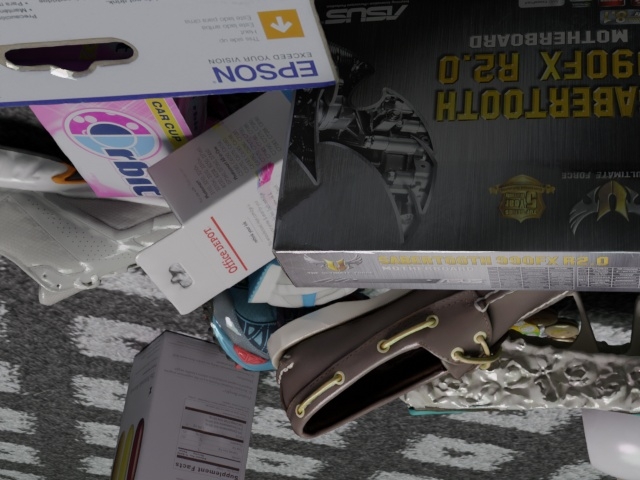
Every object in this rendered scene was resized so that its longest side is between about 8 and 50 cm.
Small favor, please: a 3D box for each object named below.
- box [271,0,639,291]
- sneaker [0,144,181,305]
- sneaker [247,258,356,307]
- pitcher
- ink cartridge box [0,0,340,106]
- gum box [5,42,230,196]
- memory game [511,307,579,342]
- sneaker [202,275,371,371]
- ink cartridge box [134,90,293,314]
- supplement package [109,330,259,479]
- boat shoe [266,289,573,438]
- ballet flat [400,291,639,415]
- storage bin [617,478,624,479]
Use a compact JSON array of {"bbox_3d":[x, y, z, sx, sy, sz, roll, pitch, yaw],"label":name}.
[{"bbox_3d":[0.097,-0.063,0.609,0.231,0.183,0.056,1,153,15],"label":"box"},{"bbox_3d":[-0.182,0.002,0.859,0.262,0.121,0.099,11,175,-2],"label":"sneaker"},{"bbox_3d":[0.000,0.000,0.886,0.092,0.087,0.229,6,162,-14],"label":"sneaker"},{"bbox_3d":[0.410,0.219,1.160,0.207,0.125,0.178,-10,135,15],"label":"pitcher"},{"bbox_3d":[-0.175,-0.197,0.522,0.324,0.071,0.330,-1,151,13],"label":"ink cartridge box"},{"bbox_3d":[-0.136,-0.097,0.733,0.107,0.062,0.188,1,153,13],"label":"gum box"},{"bbox_3d":[0.192,0.104,1.118,0.186,0.012,0.186,6,154,3],"label":"memory game"},{"bbox_3d":[-0.007,0.078,1.052,0.125,0.104,0.262,-33,140,29],"label":"sneaker"},{"bbox_3d":[-0.051,-0.035,0.732,0.181,0.061,0.104,-33,150,-5],"label":"ink cartridge box"},{"bbox_3d":[-0.173,0.258,1.260,0.133,0.244,0.139,18,152,-21],"label":"supplement package"},{"bbox_3d":[0.104,0.082,0.912,0.324,0.097,0.116,-24,151,17],"label":"boat shoe"},{"bbox_3d":[0.266,0.108,0.967,0.408,0.147,0.147,1,153,15],"label":"ballet flat"},{"bbox_3d":[0.452,0.361,1.290,0.260,0.262,0.123,24,148,-31],"label":"storage bin"}]
